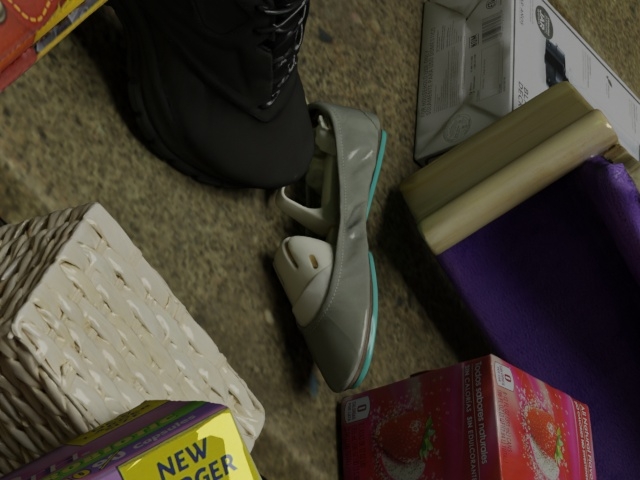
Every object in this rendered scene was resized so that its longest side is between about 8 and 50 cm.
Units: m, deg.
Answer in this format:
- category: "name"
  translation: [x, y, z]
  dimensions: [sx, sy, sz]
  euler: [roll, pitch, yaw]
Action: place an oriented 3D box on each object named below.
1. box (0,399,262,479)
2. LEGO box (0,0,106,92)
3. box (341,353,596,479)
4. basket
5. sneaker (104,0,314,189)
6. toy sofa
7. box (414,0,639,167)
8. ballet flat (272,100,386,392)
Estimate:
- category: "box"
  translation: [-0.096, 0.220, 0.700]
  dimensions: [0.213, 0.117, 0.243]
  euler: [-26, 96, -23]
- category: "LEGO box"
  translation: [-0.187, -0.163, 0.626]
  dimensions: [0.193, 0.372, 0.500]
  euler: [58, 35, -17]
- category: "box"
  translation: [0.100, 0.217, 1.063]
  dimensions: [0.128, 0.122, 0.257]
  euler: [28, 51, -47]
- category: "basket"
  translation: [-0.118, 0.076, 0.841]
  dimensions: [0.167, 0.103, 0.113]
  euler: [54, 37, -24]
- category: "sneaker"
  translation: [-0.054, -0.129, 0.984]
  dimensions: [0.286, 0.130, 0.109]
  euler: [59, 43, -46]
- category: "toy sofa"
  translation: [0.214, 0.083, 1.215]
  dimensions: [0.362, 0.150, 0.177]
  euler: [56, 7, -24]
- category: "box"
  translation: [0.197, -0.069, 1.386]
  dimensions: [0.290, 0.087, 0.169]
  euler: [37, 46, -39]
- category: "ballet flat"
  translation: [0.000, 0.000, 1.102]
  dimensions: [0.068, 0.072, 0.213]
  euler: [18, 54, -18]
